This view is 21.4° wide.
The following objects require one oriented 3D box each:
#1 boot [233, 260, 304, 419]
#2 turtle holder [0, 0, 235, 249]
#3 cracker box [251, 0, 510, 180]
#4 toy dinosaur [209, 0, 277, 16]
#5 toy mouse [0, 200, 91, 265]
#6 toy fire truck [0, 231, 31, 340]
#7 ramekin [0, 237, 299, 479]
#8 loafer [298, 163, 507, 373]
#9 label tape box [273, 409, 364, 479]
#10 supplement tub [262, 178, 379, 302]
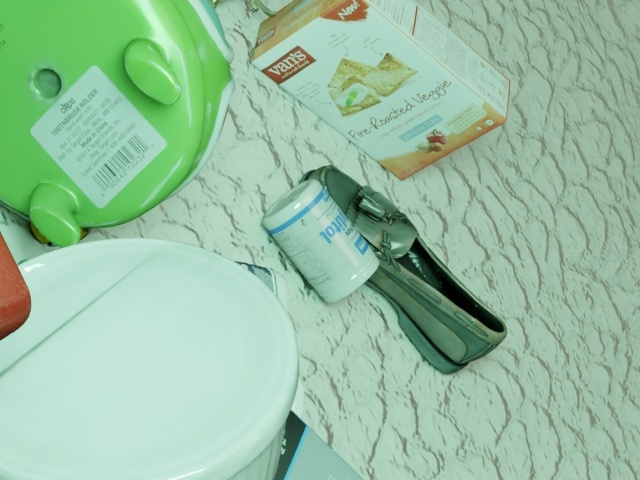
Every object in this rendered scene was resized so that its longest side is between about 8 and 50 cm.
[{"bbox_3d":[-0.072,0.101,1.530,0.086,0.069,0.190,18,47,-33],"label":"boot"},{"bbox_3d":[-0.221,-0.159,1.416,0.320,0.243,0.227,21,23,11],"label":"turtle holder"},{"bbox_3d":[0.065,-0.176,1.776,0.232,0.155,0.067,36,44,-28],"label":"cracker box"},{"bbox_3d":[-0.073,-0.290,1.763,0.092,0.053,0.183,25,49,-10],"label":"toy dinosaur"},{"bbox_3d":[-0.202,0.032,1.444,0.161,0.031,0.143,12,59,-44],"label":"toy mouse"},{"bbox_3d":[-0.332,-0.037,1.159,0.169,0.254,0.302,-19,82,-52],"label":"toy fire truck"},{"bbox_3d":[-0.149,0.129,1.276,0.273,0.273,0.127,-65,160,-46],"label":"ramekin"},{"bbox_3d":[0.090,0.018,1.740,0.267,0.084,0.096,49,39,-15],"label":"loafer"},{"bbox_3d":[-0.072,0.305,1.356,0.249,0.115,0.348,46,38,-18],"label":"label tape box"},{"bbox_3d":[0.000,0.000,1.661,0.107,0.071,0.071,51,39,-12],"label":"supplement tub"}]
